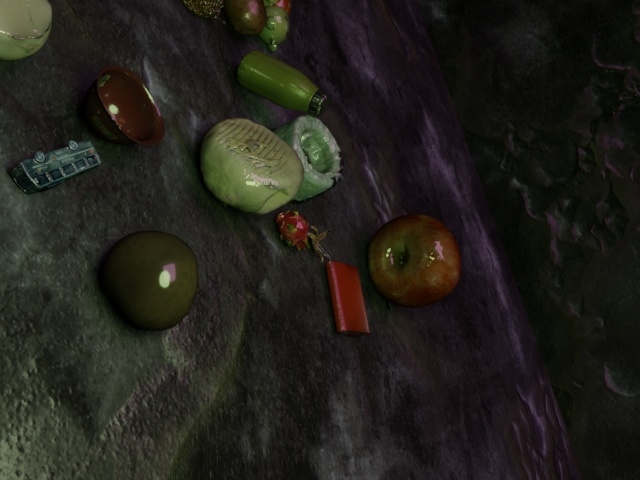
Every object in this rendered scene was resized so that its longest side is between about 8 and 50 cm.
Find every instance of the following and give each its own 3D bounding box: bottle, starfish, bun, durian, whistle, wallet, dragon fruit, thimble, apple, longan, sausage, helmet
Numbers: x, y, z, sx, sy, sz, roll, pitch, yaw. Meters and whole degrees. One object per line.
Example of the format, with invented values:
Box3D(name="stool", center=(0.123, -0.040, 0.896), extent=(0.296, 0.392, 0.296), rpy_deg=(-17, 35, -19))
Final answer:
Box3D(name="bottle", center=(-0.097, -0.424, 1.619), extent=(0.260, 0.112, 0.112), rpy_deg=(29, 33, 12))
Box3D(name="starfish", center=(-0.004, 0.003, 1.656), extent=(0.130, 0.041, 0.133), rpy_deg=(-61, 134, -60))
Box3D(name="bun", center=(-0.174, -0.172, 1.416), extent=(0.273, 0.168, 0.273), rpy_deg=(23, 38, -20))
Box3D(name="durian", center=(-0.310, -0.682, 1.611), extent=(0.188, 0.091, 0.148), rpy_deg=(58, 34, -15))
Box3D(name="whistle", center=(-0.146, -0.718, 1.832), extent=(0.131, 0.106, 0.288), rpy_deg=(89, 0, -65))
Box3D(name="wallet", center=(0.074, 0.165, 1.658), extent=(0.142, 0.045, 0.204), rpy_deg=(16, 58, -51))
Box3D(name="dragon fruit", center=(-0.068, -0.024, 1.548), extent=(0.116, 0.081, 0.086), rpy_deg=(65, 23, 0))
Box3D(name="thimble", center=(-0.054, -0.223, 1.627), extent=(0.237, 0.150, 0.237), rpy_deg=(30, 48, -40))
Box3D(name="apple", center=(0.296, 0.064, 1.814), extent=(0.301, 0.301, 0.301), rpy_deg=(32, 46, -40))
Box3D(name="longan", center=(-0.308, 0.072, 1.090), extent=(0.189, 0.189, 0.189), rpy_deg=(32, 46, -40))
Box3D(name="sausage", center=(-0.285, -0.827, 1.711), extent=(0.136, 0.123, 0.500), rpy_deg=(-25, 91, -28))
Box3D(name="bun", center=(-0.574, -0.395, 1.042), extent=(0.173, 0.120, 0.172), rpy_deg=(23, 55, -37))
Box3D(name="helmet", center=(-0.408, -0.253, 1.194), extent=(0.175, 0.106, 0.155), rpy_deg=(42, 39, -37))

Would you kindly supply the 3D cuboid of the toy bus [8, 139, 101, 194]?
Box3D(name="toy bus", center=(-0.480, -0.137, 1.078), extent=(0.065, 0.047, 0.166), rpy_deg=(63, 33, -11))
